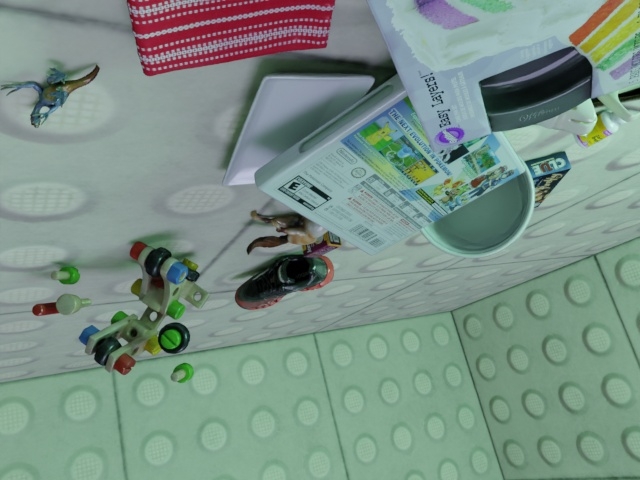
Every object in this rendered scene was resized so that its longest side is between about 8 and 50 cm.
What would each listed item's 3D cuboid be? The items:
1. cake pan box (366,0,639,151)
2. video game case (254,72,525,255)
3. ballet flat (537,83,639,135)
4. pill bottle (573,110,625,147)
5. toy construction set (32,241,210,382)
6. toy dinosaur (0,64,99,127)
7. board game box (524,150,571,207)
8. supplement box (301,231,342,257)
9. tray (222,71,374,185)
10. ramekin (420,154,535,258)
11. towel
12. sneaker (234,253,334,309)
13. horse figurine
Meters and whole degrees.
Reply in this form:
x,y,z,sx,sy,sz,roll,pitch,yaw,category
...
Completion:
x,y,z,sx,sy,sz,roll,pitch,yaw,category
0.187,-0.204,0.502,0.246,0.070,0.267,-15,153,17,cake pan box
0.118,-0.102,0.799,0.300,0.036,0.329,-31,147,22,video game case
0.394,-0.211,0.764,0.316,0.106,0.107,-15,163,5,ballet flat
0.507,-0.205,0.980,0.043,0.043,0.083,0,158,-38,pill bottle
-0.377,0.132,1.112,0.309,0.257,0.237,5,177,7,toy construction set
-0.276,-0.144,0.560,0.090,0.047,0.082,-17,-175,-29,toy dinosaur
0.442,-0.113,1.224,0.165,0.042,0.243,-15,163,2,board game box
0.000,0.000,1.210,0.083,0.055,0.043,-28,157,37,supplement box
-0.044,-0.150,0.737,0.145,0.030,0.270,-6,161,-23,tray
0.274,-0.072,0.960,0.207,0.207,0.109,-22,170,24,ramekin
-0.057,-0.232,0.428,0.199,0.031,0.275,-16,164,-17,towel
-0.108,0.101,1.374,0.276,0.097,0.135,-20,162,13,sneaker
-0.020,-0.038,1.057,0.263,0.066,0.174,-24,155,22,horse figurine
